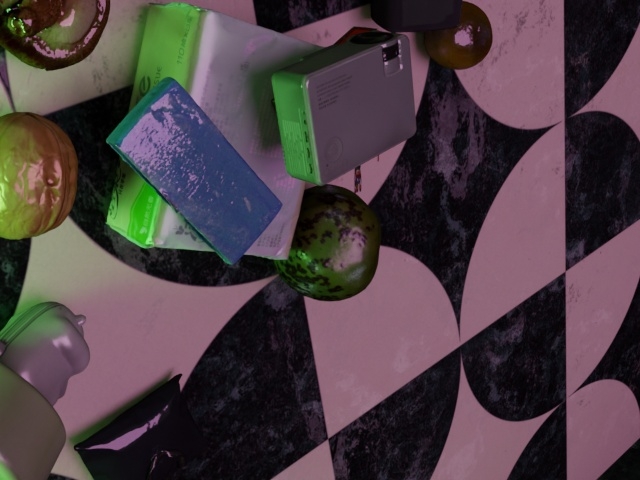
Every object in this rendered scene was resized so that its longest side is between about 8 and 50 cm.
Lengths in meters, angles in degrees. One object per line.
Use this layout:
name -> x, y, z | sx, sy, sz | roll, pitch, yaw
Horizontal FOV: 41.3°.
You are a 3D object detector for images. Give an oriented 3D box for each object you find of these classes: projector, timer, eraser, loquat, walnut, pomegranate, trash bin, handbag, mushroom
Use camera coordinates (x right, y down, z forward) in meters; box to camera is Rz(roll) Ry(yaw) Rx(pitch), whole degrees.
projector -> 0.041, -0.228, 1.415 | 0.256, 0.099, 0.192 | -31, 127, -35
timer -> -0.500, 0.232, 1.379 | 0.315, 0.291, 0.291 | -58, 138, -40
eraser -> -0.192, -0.104, 1.368 | 0.144, 0.042, 0.312 | -50, 128, -13
loquat -> 0.317, -0.463, 1.924 | 0.195, 0.152, 0.152 | 5, 102, -34
walnut -> -0.462, -0.100, 1.331 | 0.165, 0.165, 0.197 | 5, 105, -44
pomegranate -> 0.000, 0.000, 1.742 | 0.270, 0.254, 0.254 | 24, 89, -28
trash bin -> 0.197, -0.581, 1.726 | 0.209, 0.182, 0.290 | -9, 119, -14
handbag -> -0.345, 0.414, 1.681 | 0.254, 0.088, 0.211 | -34, 124, -34
mushroom -> -0.429, -0.374, 1.286 | 0.194, 0.138, 0.231 | -60, 147, -27

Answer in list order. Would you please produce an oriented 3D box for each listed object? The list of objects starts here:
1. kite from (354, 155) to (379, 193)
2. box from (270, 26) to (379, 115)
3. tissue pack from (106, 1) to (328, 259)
kite -> 0.082, -0.221, 1.891 | 0.198, 0.006, 0.244 | -14, 114, -39
box -> 0.032, -0.254, 1.518 | 0.240, 0.074, 0.153 | -46, 130, -26
tissue pack -> -0.178, -0.188, 1.523 | 0.332, 0.205, 0.405 | 6, 102, -44
